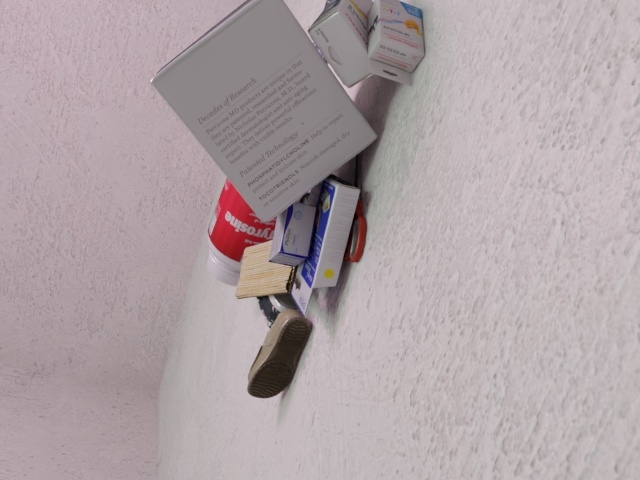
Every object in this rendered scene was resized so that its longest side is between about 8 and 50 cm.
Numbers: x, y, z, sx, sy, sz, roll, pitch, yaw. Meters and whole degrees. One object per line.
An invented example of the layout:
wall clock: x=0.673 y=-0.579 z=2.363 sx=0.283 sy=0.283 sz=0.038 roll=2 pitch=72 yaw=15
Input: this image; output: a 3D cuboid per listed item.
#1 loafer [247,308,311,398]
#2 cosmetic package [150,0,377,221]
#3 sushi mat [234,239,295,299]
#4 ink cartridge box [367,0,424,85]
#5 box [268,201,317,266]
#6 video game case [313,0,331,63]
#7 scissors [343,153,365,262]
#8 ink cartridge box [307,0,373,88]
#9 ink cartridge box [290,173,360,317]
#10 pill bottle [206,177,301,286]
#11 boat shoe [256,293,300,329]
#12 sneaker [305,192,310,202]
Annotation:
loafer: x=-0.104 y=0.283 z=1.742 sx=0.269 sy=0.101 sz=0.092 roll=-59 pitch=21 yaw=20
cosmetic package: x=-0.137 y=-0.322 z=1.612 sx=0.327 sy=0.394 sz=0.329 roll=-37 pitch=20 yaw=3
sushi mat: x=-0.145 y=0.073 z=1.829 sx=0.316 sy=0.019 sz=0.152 roll=-15 pitch=62 yaw=59
ink cartridge box: x=0.156 y=-0.418 z=1.437 sx=0.061 sy=0.104 sz=0.181 roll=128 pitch=150 yaw=-52
box: x=-0.066 y=-0.013 z=1.635 sx=0.137 sy=0.072 sz=0.126 roll=143 pitch=139 yaw=-71
video game case: x=0.009 y=-0.631 z=2.202 sx=0.196 sy=0.026 sz=0.274 roll=-120 pitch=48 yaw=-66
scissors: x=0.087 y=-0.089 z=1.553 sx=0.109 sy=0.021 sz=0.297 roll=143 pitch=139 yaw=-68
ink cartridge box: x=0.073 y=-0.454 z=1.520 sx=0.093 sy=0.154 sz=0.212 roll=-25 pitch=24 yaw=33
ink cartridge box: x=0.000 y=0.000 z=1.649 sx=0.303 sy=0.072 sz=0.307 roll=-133 pitch=54 yaw=-74
pill bottle: x=-0.213 y=-0.060 z=2.113 sx=0.229 sy=0.228 sz=0.408 roll=-97 pitch=26 yaw=-49
boat shoe: x=-0.133 y=0.147 z=1.897 sx=0.091 sy=0.114 sz=0.302 roll=-64 pitch=19 yaw=17
sneaker: x=-0.017 y=-0.102 z=1.816 sx=0.052 sy=0.058 sz=0.135 roll=-176 pitch=99 yaw=-73
